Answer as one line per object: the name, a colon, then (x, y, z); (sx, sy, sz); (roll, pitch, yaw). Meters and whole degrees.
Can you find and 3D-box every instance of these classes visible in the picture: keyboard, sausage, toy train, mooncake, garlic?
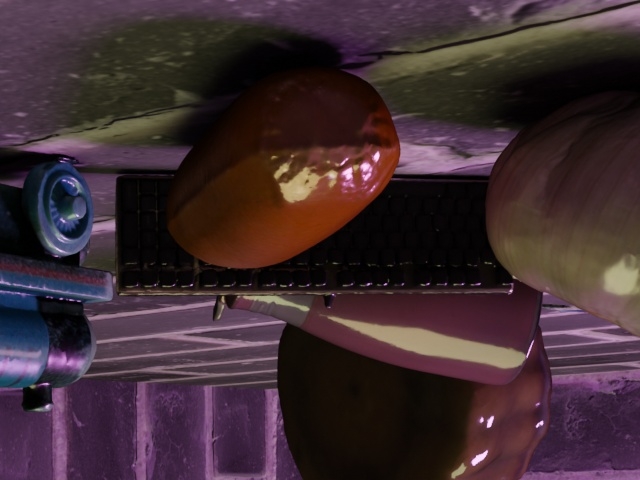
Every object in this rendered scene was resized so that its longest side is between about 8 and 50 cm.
keyboard: (0.000, 0.000, 1.079); (0.317, 0.106, 0.027); (0, 170, -13)
sausage: (-0.030, -0.038, 0.866); (0.105, 0.105, 0.274); (1, 170, -16)
toy train: (-0.260, 0.028, 0.942); (0.120, 0.194, 0.298); (-8, 169, 28)
mooncake: (0.097, 0.147, 1.448); (0.290, 0.290, 0.161); (-11, 174, 44)
garlic: (0.214, -0.015, 0.874); (0.228, 0.152, 0.228); (21, -167, -5)

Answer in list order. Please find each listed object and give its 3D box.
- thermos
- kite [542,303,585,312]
thermos: (0.045, 0.037, 1.238); (0.265, 0.146, 0.176); (10, 178, -11)
kite: (0.267, 0.081, 1.659); (0.368, 0.014, 0.406); (5, 178, -36)
